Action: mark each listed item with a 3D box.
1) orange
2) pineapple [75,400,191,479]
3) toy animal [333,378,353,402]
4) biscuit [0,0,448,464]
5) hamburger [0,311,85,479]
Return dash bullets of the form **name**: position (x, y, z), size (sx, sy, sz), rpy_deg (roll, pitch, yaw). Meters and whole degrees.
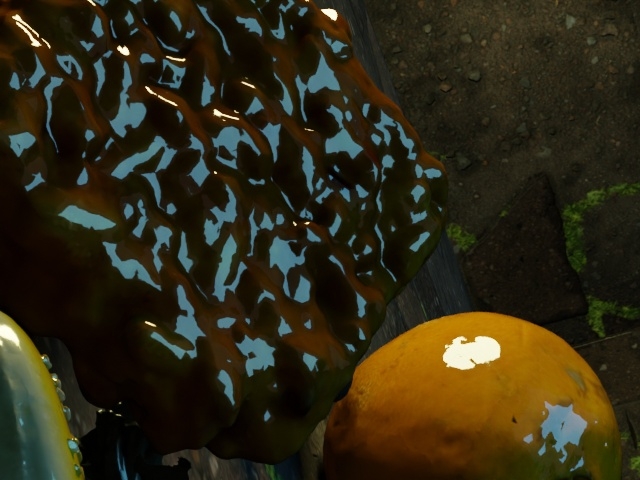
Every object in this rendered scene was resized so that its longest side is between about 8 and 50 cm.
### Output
- **orange**: position (0.152, 0.223, 1.801), size (0.312, 0.312, 0.312), rpy_deg (-16, 90, -81)
- **pineapple**: position (-0.089, 0.203, 0.979), size (0.125, 0.125, 0.251), rpy_deg (60, 12, -56)
- **toy animal**: position (-0.003, 0.011, 1.739), size (0.168, 0.106, 0.343), rpy_deg (112, -19, -65)
- **biscuit**: position (-0.078, -0.043, 1.027), size (0.318, 0.110, 0.312), rpy_deg (51, 41, -13)
- **hamburger**: position (-0.142, 0.127, 0.666), size (0.116, 0.173, 0.210), rpy_deg (12, 53, -36)
